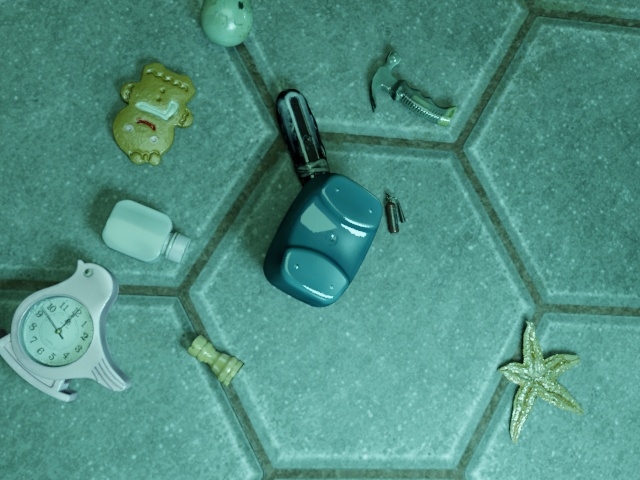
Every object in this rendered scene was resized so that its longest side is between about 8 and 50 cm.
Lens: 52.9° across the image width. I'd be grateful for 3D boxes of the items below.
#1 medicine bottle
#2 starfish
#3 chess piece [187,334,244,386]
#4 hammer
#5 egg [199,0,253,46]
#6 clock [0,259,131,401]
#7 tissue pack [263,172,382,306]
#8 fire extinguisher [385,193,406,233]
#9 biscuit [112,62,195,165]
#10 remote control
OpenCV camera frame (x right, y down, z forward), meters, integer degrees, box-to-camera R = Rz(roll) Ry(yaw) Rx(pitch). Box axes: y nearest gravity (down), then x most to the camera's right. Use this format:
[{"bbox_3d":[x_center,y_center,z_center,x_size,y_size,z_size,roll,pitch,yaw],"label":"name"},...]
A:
[{"bbox_3d":[-0.391,-0.011,1.457,0.183,0.069,0.119,22,75,-4],"label":"medicine bottle"},{"bbox_3d":[0.542,0.353,1.564,0.231,0.048,0.295,13,80,-7],"label":"starfish"},{"bbox_3d":[-0.237,0.265,1.446,0.122,0.066,0.066,37,77,4],"label":"chess piece"},{"bbox_3d":[0.232,-0.359,1.628,0.226,0.041,0.159,30,78,-4],"label":"hammer"},{"bbox_3d":[-0.220,-0.544,1.539,0.131,0.131,0.164,14,74,-7],"label":"egg"},{"bbox_3d":[-0.513,0.211,1.397,0.290,0.080,0.275,44,77,-1],"label":"clock"},{"bbox_3d":[0.000,0.000,1.459,0.198,0.206,0.288,29,79,-13],"label":"tissue pack"},{"bbox_3d":[0.185,-0.069,1.580,0.046,0.032,0.101,-7,88,0],"label":"fire extinguisher"},{"bbox_3d":[-0.398,-0.297,1.519,0.184,0.035,0.249,26,78,-4],"label":"biscuit"},{"bbox_3d":[-0.040,-0.242,1.552,0.090,0.066,0.266,-18,84,-8],"label":"remote control"}]
